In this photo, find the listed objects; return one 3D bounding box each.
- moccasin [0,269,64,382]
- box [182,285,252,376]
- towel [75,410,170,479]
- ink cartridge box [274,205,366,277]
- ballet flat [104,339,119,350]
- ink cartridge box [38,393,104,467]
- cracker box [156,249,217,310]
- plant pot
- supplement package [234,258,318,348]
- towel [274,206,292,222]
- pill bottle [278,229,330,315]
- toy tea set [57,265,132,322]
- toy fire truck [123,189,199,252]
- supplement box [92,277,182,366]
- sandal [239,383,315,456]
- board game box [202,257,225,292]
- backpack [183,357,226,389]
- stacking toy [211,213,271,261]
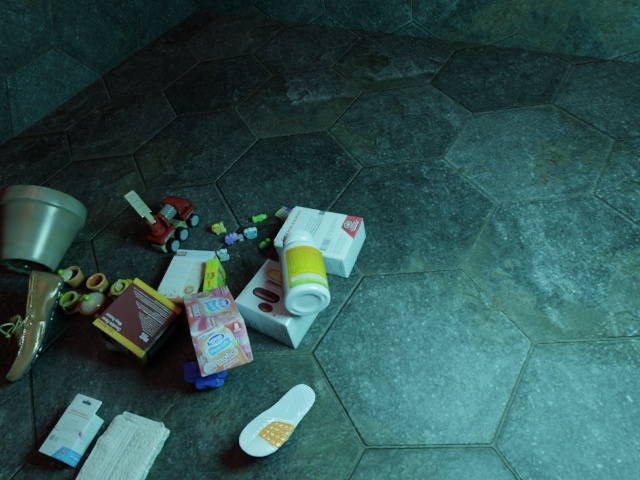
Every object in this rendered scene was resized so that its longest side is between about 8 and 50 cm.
[{"bbox_3d":[-1.000,0.286,1.653,0.147,0.139,0.380,18,70,-26],"label":"moccasin"},{"bbox_3d":[-0.317,0.262,1.471,0.154,0.142,0.300,-13,18,-16],"label":"box"},{"bbox_3d":[-0.565,0.630,1.359,0.187,0.049,0.282,7,51,20],"label":"towel"},{"bbox_3d":[0.000,0.000,1.743,0.272,0.114,0.197,12,54,22],"label":"ink cartridge box"},{"bbox_3d":[-0.652,0.271,1.683,0.086,0.086,0.248,6,57,18],"label":"ballet flat"},{"bbox_3d":[-0.728,0.563,1.447,0.104,0.062,0.181,10,52,20],"label":"ink cartridge box"},{"bbox_3d":[-0.482,0.142,1.762,0.155,0.067,0.232,3,51,15],"label":"cracker box"},{"bbox_3d":[-1.128,-0.022,1.933,0.323,0.323,0.280,-5,65,9],"label":"plant pot"},{"bbox_3d":[-0.126,0.201,1.570,0.203,0.149,0.194,19,55,26],"label":"supplement package"},{"bbox_3d":[-0.138,-0.102,1.938,0.083,0.009,0.060,30,62,34],"label":"towel"},{"bbox_3d":[-0.054,0.089,1.458,0.136,0.136,0.246,-12,47,2],"label":"pill bottle"},{"bbox_3d":[-0.863,0.179,1.780,0.336,0.124,0.200,11,52,22],"label":"toy tea set"},{"bbox_3d":[-0.623,-0.108,1.896,0.158,0.246,0.217,13,53,23],"label":"toy fire truck"},{"bbox_3d":[-0.589,0.268,1.585,0.191,0.129,0.194,34,59,4],"label":"supplement box"},{"bbox_3d":[-0.112,0.510,1.350,0.102,0.076,0.265,39,44,21],"label":"sandal"},{"bbox_3d":[-0.372,0.162,1.700,0.043,0.092,0.181,-9,48,6],"label":"board game box"},{"bbox_3d":[-0.357,0.402,1.480,0.120,0.098,0.101,-7,67,5],"label":"backpack"},{"bbox_3d":[-0.306,-0.021,1.877,0.221,0.052,0.167,-17,48,-3],"label":"stacking toy"}]
